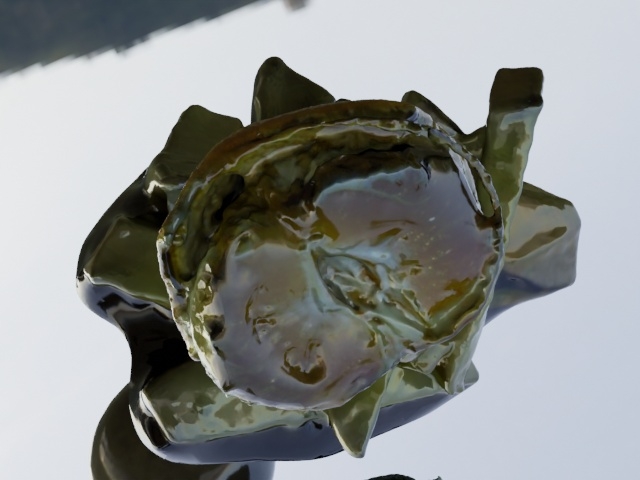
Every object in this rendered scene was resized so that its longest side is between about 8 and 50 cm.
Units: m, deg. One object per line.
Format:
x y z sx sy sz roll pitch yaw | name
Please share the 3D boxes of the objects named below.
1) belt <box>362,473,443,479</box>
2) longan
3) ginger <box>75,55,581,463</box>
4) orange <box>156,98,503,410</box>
0.025 0.276 1.702 0.147 0.082 0.163 -6 -160 46 | belt
-0.135 0.217 1.811 0.198 0.212 0.198 20 -177 -1 | longan
0.007 -0.016 1.531 0.413 0.358 0.211 -26 166 -29 | ginger
0.000 0.000 0.908 0.170 0.160 0.112 10 -158 -15 | orange
